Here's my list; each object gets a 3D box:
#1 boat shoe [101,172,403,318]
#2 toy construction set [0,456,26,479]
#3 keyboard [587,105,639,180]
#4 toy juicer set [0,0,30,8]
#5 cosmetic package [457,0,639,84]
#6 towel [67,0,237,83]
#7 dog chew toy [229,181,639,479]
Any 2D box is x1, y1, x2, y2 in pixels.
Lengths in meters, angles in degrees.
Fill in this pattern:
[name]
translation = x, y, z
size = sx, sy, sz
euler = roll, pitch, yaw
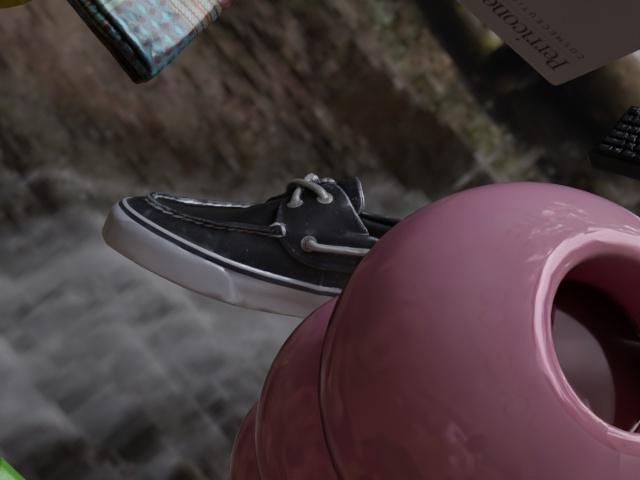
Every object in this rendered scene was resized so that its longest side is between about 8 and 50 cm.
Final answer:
[boat shoe]
translation = 0.000, 0.000, 1.334
size = 0.301, 0.102, 0.108
euler = 15, 15, -8
[toy construction set]
translation = -0.246, 0.292, 0.957
size = 0.237, 0.309, 0.257
euler = 47, -34, -18
[keyboard]
translation = 0.314, -0.074, 1.498
size = 0.180, 0.108, 0.023
euler = 20, -43, 38
[toy juicer set]
translation = -0.117, -0.294, 1.280
size = 0.209, 0.329, 0.089
euler = 61, -6, 35
[cosmetic package]
translation = 0.295, -0.313, 1.473
size = 0.230, 0.161, 0.453
euler = 36, -38, -28
[towel]
translation = -0.177, -0.334, 1.464
size = 0.370, 0.271, 0.040
euler = 51, -39, -11
[dog chew toy]
translation = 0.062, 0.101, 0.987
size = 0.206, 0.206, 0.332
euler = 52, -35, -2
